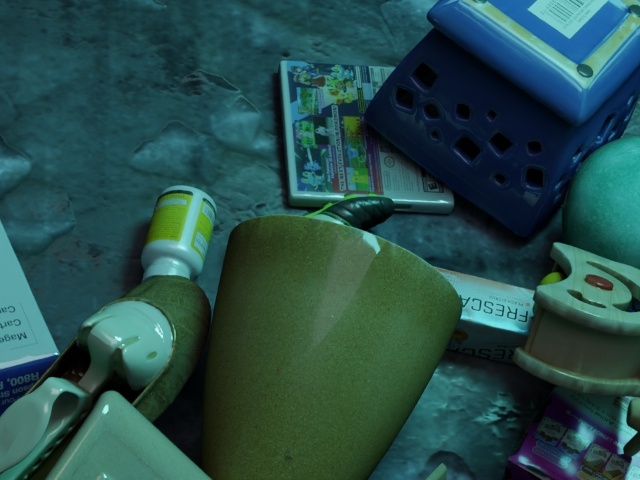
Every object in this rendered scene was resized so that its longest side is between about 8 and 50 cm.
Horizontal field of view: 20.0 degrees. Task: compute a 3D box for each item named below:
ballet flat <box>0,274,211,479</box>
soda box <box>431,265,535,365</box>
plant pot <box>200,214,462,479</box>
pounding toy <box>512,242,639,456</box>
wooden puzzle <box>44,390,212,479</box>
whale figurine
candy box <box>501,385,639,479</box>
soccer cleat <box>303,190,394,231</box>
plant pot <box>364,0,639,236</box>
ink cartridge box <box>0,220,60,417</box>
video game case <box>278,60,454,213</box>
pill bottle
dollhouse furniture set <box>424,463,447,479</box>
[{"bbox_3d":[-0.222,0.143,1.655,0.116,0.124,0.342,37,68,19],"label":"ballet flat"},{"bbox_3d":[0.175,0.082,1.876,0.183,0.058,0.063,13,51,-1],"label":"soda box"},{"bbox_3d":[-0.017,0.143,1.703,0.237,0.237,0.254,19,66,3],"label":"plant pot"},{"bbox_3d":[0.248,0.115,1.723,0.154,0.155,0.269,13,17,-11],"label":"pounding toy"},{"bbox_3d":[-0.132,0.340,1.486,0.322,0.080,0.348,45,50,-19],"label":"wooden puzzle"},{"bbox_3d":[0.391,-0.011,1.905,0.272,0.216,0.141,15,6,1],"label":"whale figurine"},{"bbox_3d":[0.299,0.194,1.805,0.159,0.071,0.233,29,53,14],"label":"candy box"},{"bbox_3d":[0.000,0.000,1.910,0.179,0.060,0.072,-16,67,-15],"label":"soccer cleat"},{"bbox_3d":[0.224,-0.187,1.982,0.236,0.212,0.236,37,50,11],"label":"plant pot"},{"bbox_3d":[-0.425,0.108,1.723,0.324,0.071,0.330,-16,56,-23],"label":"ink cartridge box"},{"bbox_3d":[0.049,-0.117,2.030,0.183,0.023,0.201,3,53,-10],"label":"video game case"},{"bbox_3d":[-0.148,0.006,1.863,0.065,0.065,0.116,13,50,-1],"label":"pill bottle"},{"bbox_3d":[0.141,0.372,1.622,0.262,0.135,0.259,34,42,15],"label":"dollhouse furniture set"}]
